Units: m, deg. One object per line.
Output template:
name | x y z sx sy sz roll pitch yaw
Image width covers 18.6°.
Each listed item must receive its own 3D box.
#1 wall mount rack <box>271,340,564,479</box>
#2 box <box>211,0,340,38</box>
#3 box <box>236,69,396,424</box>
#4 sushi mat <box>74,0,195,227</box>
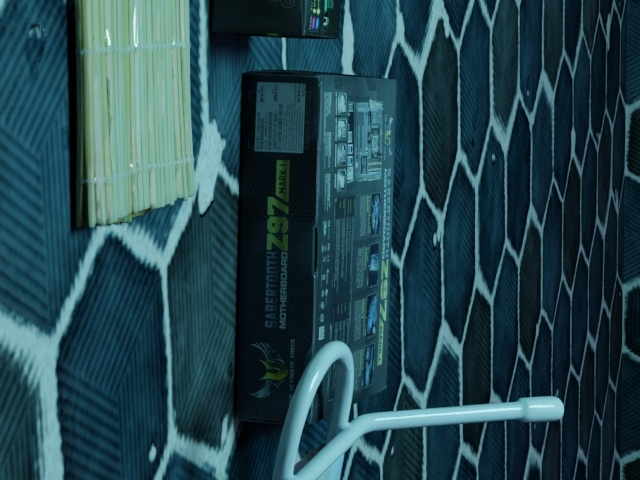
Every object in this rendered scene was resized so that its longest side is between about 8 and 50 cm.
wall mount rack | 0.043 0.231 1.293 0.304 0.130 0.350 -32 135 -63
box | -0.026 -0.153 1.226 0.083 0.062 0.052 -16 109 -73
box | 0.000 0.000 1.348 0.183 0.059 0.233 -12 105 -71
sushi mat | -0.099 -0.167 1.049 0.151 0.019 0.316 -32 123 -73
